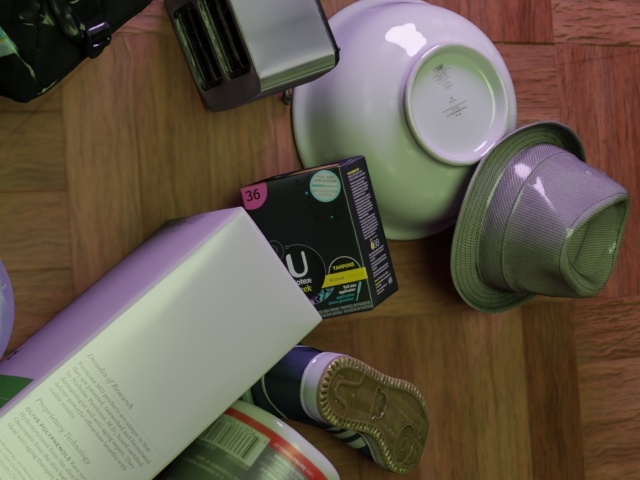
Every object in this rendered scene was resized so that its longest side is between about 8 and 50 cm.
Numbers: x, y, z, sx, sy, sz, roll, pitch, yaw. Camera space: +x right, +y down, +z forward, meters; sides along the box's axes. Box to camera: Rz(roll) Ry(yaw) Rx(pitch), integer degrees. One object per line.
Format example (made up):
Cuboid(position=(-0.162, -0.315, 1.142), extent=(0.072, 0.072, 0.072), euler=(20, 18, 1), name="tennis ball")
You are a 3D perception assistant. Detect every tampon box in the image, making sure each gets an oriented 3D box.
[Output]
Cuboid(position=(0.000, 0.000, 1.495), extent=(0.101, 0.121, 0.161), euler=(-29, 105, -69), name="tampon box")

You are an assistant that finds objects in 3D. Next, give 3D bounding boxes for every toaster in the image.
Cuboid(position=(-0.072, -0.229, 1.462), extent=(0.110, 0.168, 0.185), euler=(-24, 98, -25), name="toaster")

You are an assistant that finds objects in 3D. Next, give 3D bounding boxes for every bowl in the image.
Cuboid(position=(0.126, -0.151, 1.584), extent=(0.298, 0.134, 0.297), euler=(2, 87, -29), name="bowl")

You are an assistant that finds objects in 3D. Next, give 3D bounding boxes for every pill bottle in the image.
Cuboid(position=(-0.120, 0.320, 1.407), extent=(0.161, 0.161, 0.283), euler=(45, 69, -19), name="pill bottle")

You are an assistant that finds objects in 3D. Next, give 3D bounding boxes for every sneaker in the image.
Cuboid(position=(0.009, 0.182, 1.534), extent=(0.282, 0.153, 0.099), euler=(41, 63, -53), name="sneaker")

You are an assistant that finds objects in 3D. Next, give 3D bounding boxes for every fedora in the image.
Cuboid(position=(0.281, -0.012, 1.605), extent=(0.275, 0.124, 0.243), euler=(8, 102, -57), name="fedora")

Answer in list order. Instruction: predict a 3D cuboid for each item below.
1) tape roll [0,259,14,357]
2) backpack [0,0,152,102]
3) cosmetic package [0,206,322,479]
Cuboid(position=(-0.400, 0.067, 1.314), extent=(0.189, 0.080, 0.188), euler=(2, 85, -29), name="tape roll")
Cuboid(position=(-0.323, -0.361, 1.302), extent=(0.290, 0.273, 0.355), euler=(-49, 131, -20), name="backpack")
Cuboid(position=(-0.201, 0.138, 1.354), extent=(0.365, 0.197, 0.155), euler=(-44, 107, -25), name="cosmetic package")
